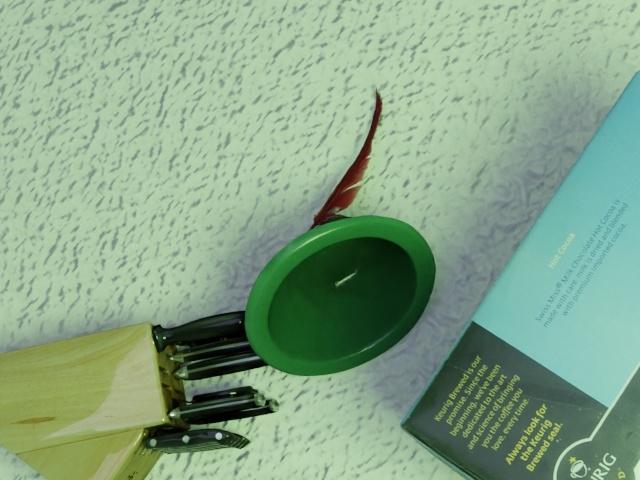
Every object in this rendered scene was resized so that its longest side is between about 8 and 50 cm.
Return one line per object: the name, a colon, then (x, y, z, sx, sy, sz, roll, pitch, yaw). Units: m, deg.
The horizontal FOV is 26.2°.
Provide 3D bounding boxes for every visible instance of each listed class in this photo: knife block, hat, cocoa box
knife block: (-0.182, 0.119, 1.278, 0.275, 0.088, 0.242, 33, 84, 16)
hat: (0.000, 0.000, 1.288, 0.208, 0.173, 0.183, -18, 40, -13)
cocoa box: (0.259, 0.083, 1.128, 0.228, 0.231, 0.347, 33, 85, 16)
